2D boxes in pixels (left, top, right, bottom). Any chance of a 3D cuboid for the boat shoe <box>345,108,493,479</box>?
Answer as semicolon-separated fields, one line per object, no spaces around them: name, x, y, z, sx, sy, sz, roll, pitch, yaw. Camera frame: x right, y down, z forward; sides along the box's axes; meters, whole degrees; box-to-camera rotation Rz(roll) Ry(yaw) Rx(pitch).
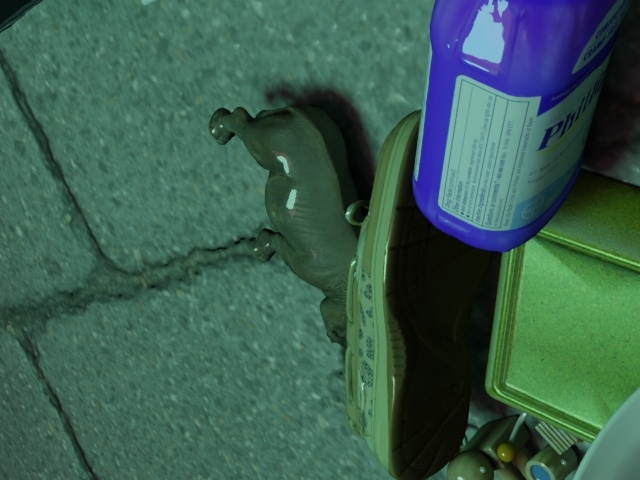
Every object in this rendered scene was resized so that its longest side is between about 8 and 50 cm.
boat shoe;0.056;0.037;0.819;0.089;0.104;0.285;29;121;48

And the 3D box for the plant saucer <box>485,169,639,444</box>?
plant saucer;0.183;0.059;0.730;0.188;0.045;0.188;23;120;37

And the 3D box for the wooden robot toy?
wooden robot toy;0.135;0.176;0.866;0.076;0.079;0.173;58;143;0

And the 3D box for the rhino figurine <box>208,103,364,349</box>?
rhino figurine;0.000;0.000;0.898;0.106;0.073;0.243;1;118;51

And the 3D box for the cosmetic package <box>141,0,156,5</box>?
cosmetic package;-0.040;-0.333;0.683;0.377;0.097;0.284;-9;108;50

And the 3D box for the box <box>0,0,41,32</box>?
box;-0.369;-0.357;0.851;0.293;0.212;0.395;3;130;39

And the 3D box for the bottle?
bottle;0.112;-0.114;0.611;0.092;0.118;0.283;28;148;19

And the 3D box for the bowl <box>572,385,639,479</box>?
bowl;0.288;0.197;0.615;0.298;0.298;0.134;25;176;36
